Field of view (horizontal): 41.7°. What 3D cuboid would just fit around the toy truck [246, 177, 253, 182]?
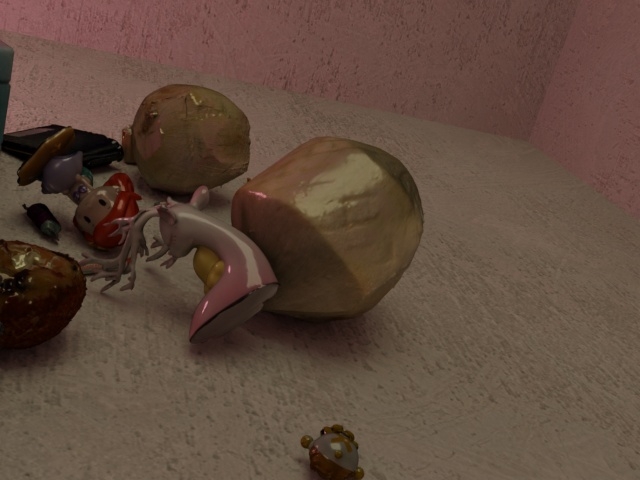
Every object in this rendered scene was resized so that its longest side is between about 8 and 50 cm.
[{"bbox_3d":[-0.138,-0.053,2.015,0.135,0.114,0.270,15,20,-13],"label":"toy truck"}]

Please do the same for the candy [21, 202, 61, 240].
[{"bbox_3d":[-0.584,-0.045,1.774,0.175,0.043,0.045,37,-6,41],"label":"candy"}]

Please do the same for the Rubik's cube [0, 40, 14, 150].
[{"bbox_3d":[-0.920,-0.336,1.885,0.319,0.321,0.316,32,25,34],"label":"Rubik's cube"}]

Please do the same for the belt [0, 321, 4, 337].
[{"bbox_3d":[-0.547,0.197,1.081,0.094,0.126,0.359,29,26,1],"label":"belt"}]

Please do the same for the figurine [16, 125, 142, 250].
[{"bbox_3d":[-0.485,-0.098,1.782,0.257,0.208,0.181,45,63,-2],"label":"figurine"}]

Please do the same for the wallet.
[{"bbox_3d":[-0.679,-0.238,2.177,0.262,0.071,0.221,21,26,22],"label":"wallet"}]

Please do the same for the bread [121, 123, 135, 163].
[{"bbox_3d":[-0.486,-0.264,2.309,0.125,0.106,0.082,2,31,-23],"label":"bread"}]

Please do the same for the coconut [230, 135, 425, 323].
[{"bbox_3d":[0.000,0.000,1.674,0.345,0.415,0.415,41,28,14],"label":"coconut"}]

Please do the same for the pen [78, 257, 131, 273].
[{"bbox_3d":[-0.470,0.055,1.626,0.239,0.028,0.028,-5,29,-45],"label":"pen"}]

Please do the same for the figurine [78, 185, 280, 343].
[{"bbox_3d":[-0.268,0.044,1.554,0.206,0.284,0.315,-6,57,-53],"label":"figurine"}]

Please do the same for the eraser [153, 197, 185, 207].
[{"bbox_3d":[-0.370,-0.086,2.061,0.038,0.019,0.083,23,22,20],"label":"eraser"}]

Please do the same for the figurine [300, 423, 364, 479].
[{"bbox_3d":[0.029,0.320,1.274,0.101,0.068,0.143,36,11,27],"label":"figurine"}]

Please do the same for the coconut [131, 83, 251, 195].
[{"bbox_3d":[-0.347,-0.256,2.145,0.297,0.297,0.255,28,22,28],"label":"coconut"}]

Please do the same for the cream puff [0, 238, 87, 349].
[{"bbox_3d":[-0.501,0.086,1.343,0.240,0.163,0.240,23,10,-4],"label":"cream puff"}]
